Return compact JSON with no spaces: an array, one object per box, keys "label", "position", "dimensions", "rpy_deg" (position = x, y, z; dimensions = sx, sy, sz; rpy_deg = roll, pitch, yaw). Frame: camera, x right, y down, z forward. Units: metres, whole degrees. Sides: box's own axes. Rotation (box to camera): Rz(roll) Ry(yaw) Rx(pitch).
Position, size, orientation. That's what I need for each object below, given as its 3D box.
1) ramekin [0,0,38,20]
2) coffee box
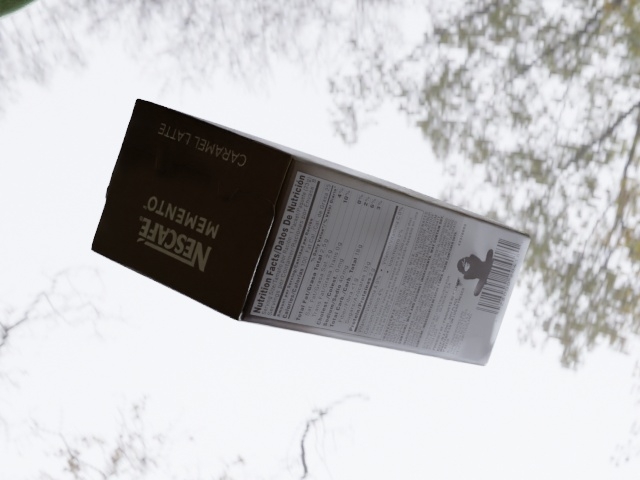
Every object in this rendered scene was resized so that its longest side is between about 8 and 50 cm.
[{"label":"ramekin","position":[-0.293,-0.255,0.889],"dimensions":[0.303,0.148,0.303],"rpy_deg":[8,-105,-31]},{"label":"coffee box","position":[0.000,0.000,0.884],"dimensions":[0.141,0.246,0.098],"rpy_deg":[22,-86,41]}]
